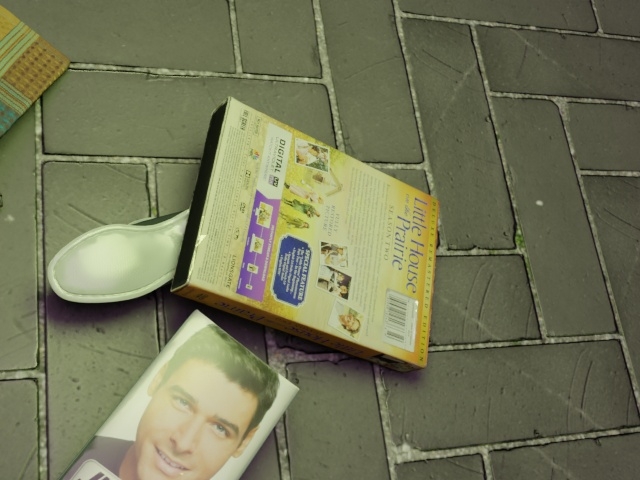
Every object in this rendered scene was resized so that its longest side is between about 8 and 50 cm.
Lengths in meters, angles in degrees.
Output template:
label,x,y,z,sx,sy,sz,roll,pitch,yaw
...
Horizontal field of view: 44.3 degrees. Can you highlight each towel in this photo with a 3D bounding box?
label,x,y,z,sx,sy,sz,roll,pitch,yaw
towel,-0.566,-0.304,1.106,0.370,0.040,0.271,39,40,-17

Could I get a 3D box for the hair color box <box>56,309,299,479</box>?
label,x,y,z,sx,sy,sz,roll,pitch,yaw
hair color box,-0.214,0.297,1.037,0.185,0.113,0.374,38,60,-3

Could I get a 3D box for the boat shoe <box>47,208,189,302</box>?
label,x,y,z,sx,sy,sz,roll,pitch,yaw
boat shoe,-0.248,0.021,1.148,0.303,0.091,0.114,-16,85,-28

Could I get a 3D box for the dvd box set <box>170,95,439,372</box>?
label,x,y,z,sx,sy,sz,roll,pitch,yaw
dvd box set,0.000,0.000,1.206,0.420,0.062,0.307,22,62,-28

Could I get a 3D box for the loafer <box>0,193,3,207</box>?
label,x,y,z,sx,sy,sz,roll,pitch,yaw
loafer,-0.525,-0.043,1.088,0.170,0.062,0.061,-31,87,-27
